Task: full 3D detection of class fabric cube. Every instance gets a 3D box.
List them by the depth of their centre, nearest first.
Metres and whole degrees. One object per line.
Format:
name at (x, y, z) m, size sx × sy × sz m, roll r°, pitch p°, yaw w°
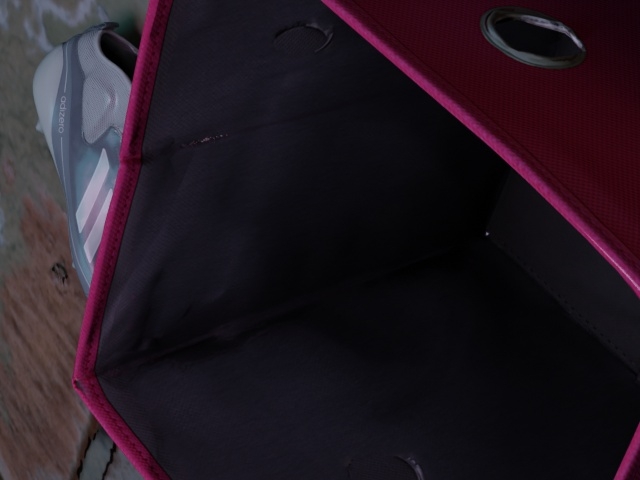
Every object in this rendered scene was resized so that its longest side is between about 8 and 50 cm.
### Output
fabric cube at (0.094, 0.011, 0.727) m, size 0.254 × 0.258 × 0.259 m, roll 46°, pitch 137°, yaw 31°

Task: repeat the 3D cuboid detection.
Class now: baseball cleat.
baseball cleat at (-0.112, -0.029, 1.126) m, size 0.109 × 0.072 × 0.205 m, roll -22°, pitch 91°, yaw 47°
